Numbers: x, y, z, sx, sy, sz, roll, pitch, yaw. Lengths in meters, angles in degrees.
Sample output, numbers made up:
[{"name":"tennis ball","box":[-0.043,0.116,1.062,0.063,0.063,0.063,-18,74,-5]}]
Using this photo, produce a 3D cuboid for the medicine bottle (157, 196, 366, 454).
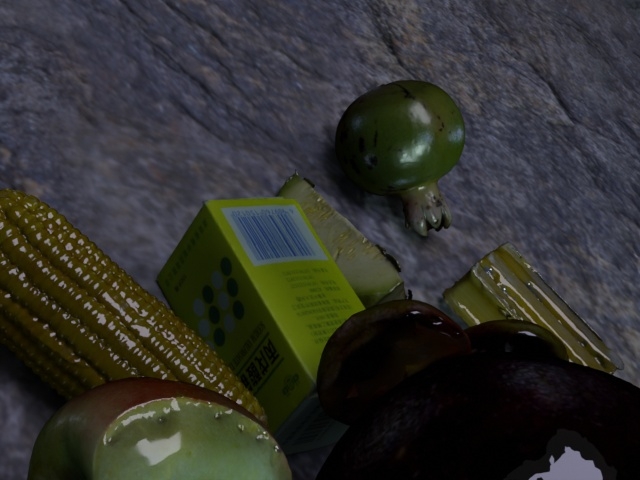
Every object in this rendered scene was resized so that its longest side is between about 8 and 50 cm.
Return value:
[{"name":"medicine bottle","box":[-0.044,0.085,1.174,0.141,0.137,0.250,-2,51,-44]}]

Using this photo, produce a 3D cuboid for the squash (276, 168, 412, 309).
[{"name":"squash","box":[0.000,0.000,1.338,0.252,0.093,0.169,53,-7,20]}]

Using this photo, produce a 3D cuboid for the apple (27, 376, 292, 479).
[{"name":"apple","box":[-0.130,0.209,0.905,0.188,0.207,0.174,6,17,-40]}]

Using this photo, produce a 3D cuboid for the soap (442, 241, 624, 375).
[{"name":"soap","box":[0.278,0.119,1.479,0.233,0.076,0.135,46,35,11]}]

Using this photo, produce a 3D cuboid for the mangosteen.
[{"name":"mangosteen","box":[0.159,0.234,0.971,0.382,0.382,0.435,17,46,-28]}]

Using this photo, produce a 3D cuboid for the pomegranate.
[{"name":"pomegranate","box":[0.125,-0.123,1.550,0.210,0.179,0.179,47,31,-17]}]

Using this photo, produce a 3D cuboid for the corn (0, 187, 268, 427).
[{"name":"corn","box":[-0.196,0.093,1.040,0.344,0.131,0.131,39,34,1]}]
